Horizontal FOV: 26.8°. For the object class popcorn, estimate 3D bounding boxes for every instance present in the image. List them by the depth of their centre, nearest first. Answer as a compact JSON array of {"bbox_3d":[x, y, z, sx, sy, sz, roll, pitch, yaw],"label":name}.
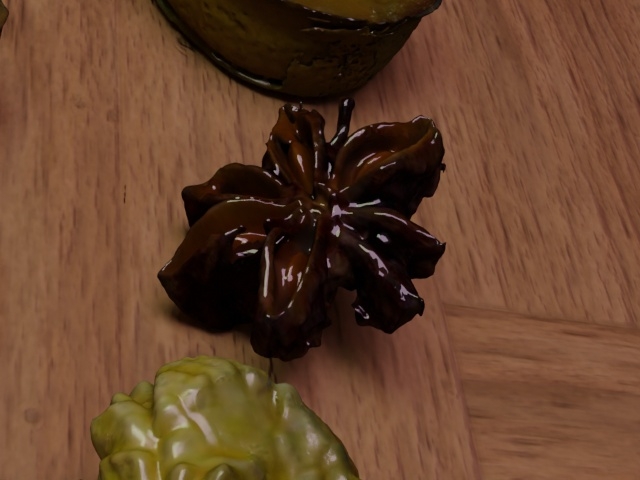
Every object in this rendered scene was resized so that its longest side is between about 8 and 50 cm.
[{"bbox_3d":[-0.057,0.160,0.734,0.168,0.174,0.195,60,28,-26],"label":"popcorn"}]

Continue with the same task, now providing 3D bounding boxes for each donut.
[{"bbox_3d":[-0.032,-0.231,1.186,0.272,0.107,0.272,14,38,-12],"label":"donut"}]

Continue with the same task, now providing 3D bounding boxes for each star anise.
[{"bbox_3d":[0.000,0.000,0.944,0.220,0.125,0.190,-34,37,-20],"label":"star anise"}]

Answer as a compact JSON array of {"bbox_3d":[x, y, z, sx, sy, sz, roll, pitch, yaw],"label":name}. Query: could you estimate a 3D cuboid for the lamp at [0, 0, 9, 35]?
[{"bbox_3d":[-0.312,-0.133,0.914,0.161,0.161,0.185,26,41,0],"label":"lamp"}]
